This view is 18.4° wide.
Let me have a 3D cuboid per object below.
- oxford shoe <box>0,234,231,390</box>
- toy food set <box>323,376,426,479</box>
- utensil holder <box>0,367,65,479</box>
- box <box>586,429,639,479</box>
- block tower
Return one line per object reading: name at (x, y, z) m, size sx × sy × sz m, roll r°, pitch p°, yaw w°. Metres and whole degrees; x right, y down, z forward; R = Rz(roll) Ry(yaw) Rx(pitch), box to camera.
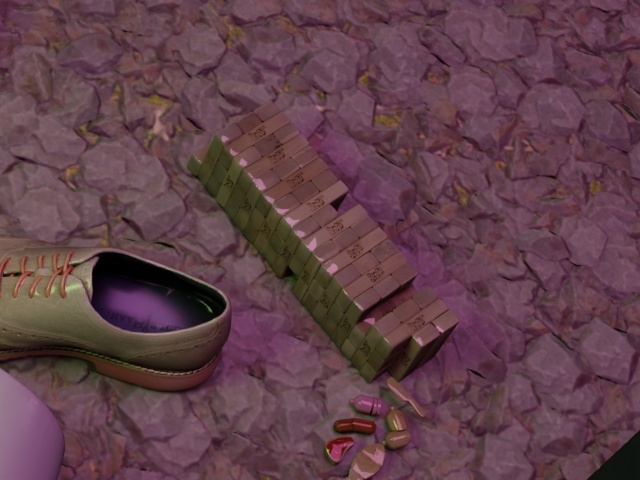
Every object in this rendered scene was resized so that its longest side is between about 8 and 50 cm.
oxford shoe at (-0.279, 0.043, 1.977) m, size 0.397 × 0.146 × 0.140 m, roll 9°, pitch 61°, yaw -13°
toy food set at (0.049, 0.202, 2.076) m, size 0.122 × 0.019 × 0.078 m, roll -39°, pitch 78°, yaw -24°
utensil holder at (-0.416, 0.296, 1.666) m, size 0.328 × 0.327 × 0.385 m, roll 21°, pitch 60°, yaw -6°
box at (0.394, 0.339, 1.886) m, size 0.212 × 0.395 × 0.293 m, roll -2°, pitch 63°, yaw -21°
block tower at (0.000, 0.000, 2.130) m, size 0.091 × 0.097 × 0.335 m, roll -33°, pitch 74°, yaw -32°
